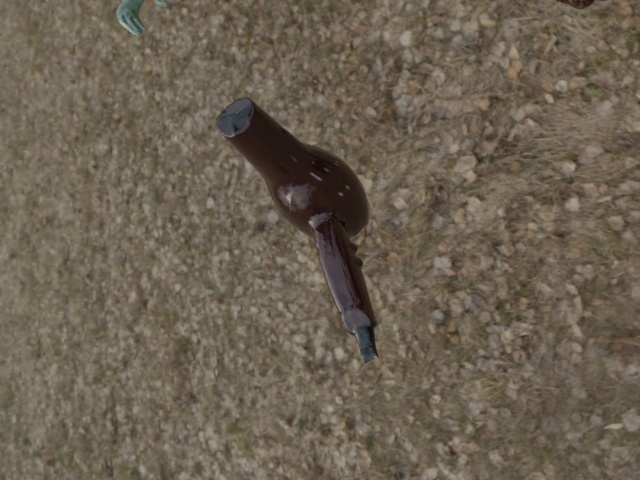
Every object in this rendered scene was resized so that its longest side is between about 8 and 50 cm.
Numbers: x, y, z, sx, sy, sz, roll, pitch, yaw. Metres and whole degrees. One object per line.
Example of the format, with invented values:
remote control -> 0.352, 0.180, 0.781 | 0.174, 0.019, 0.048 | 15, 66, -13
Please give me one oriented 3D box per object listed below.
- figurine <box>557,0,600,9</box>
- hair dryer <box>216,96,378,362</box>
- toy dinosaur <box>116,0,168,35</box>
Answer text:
figurine -> 0.445, -0.427, 0.979 | 0.183, 0.226, 0.160 | 42, 158, 36
hair dryer -> 0.000, 0.000, 0.862 | 0.123, 0.312, 0.340 | -29, 57, 18
toy dinosaur -> -0.210, -0.317, 0.717 | 0.187, 0.106, 0.044 | 64, 165, 1
